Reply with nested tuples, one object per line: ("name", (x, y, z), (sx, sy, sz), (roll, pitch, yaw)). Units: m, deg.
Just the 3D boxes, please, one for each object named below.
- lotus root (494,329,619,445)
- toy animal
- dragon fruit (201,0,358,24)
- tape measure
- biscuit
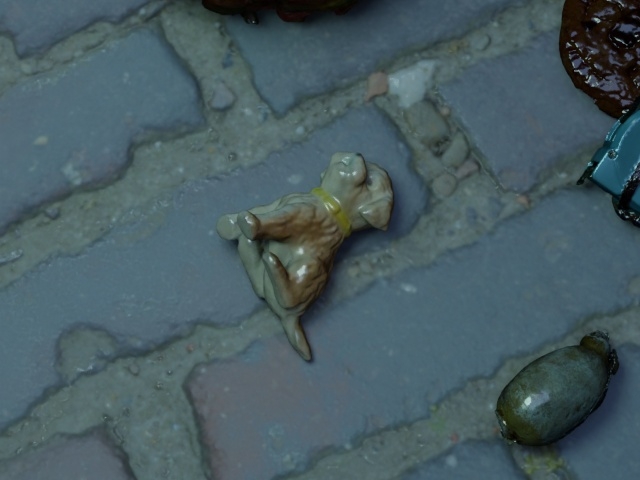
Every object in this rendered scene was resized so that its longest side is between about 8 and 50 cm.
("lotus root", (0.252, 0.157, 1.592), (0.165, 0.088, 0.088), (-33, 79, -19))
("toy animal", (0.011, 0.008, 1.629), (0.185, 0.104, 0.184), (-33, 108, -26))
("dragon fruit", (-0.015, -0.382, 1.640), (0.263, 0.314, 0.296), (1, 93, -33))
("tape measure", (0.368, -0.083, 1.648), (0.125, 0.081, 0.146), (34, 94, -3))
("biscuit", (0.359, -0.226, 1.703), (0.192, 0.049, 0.192), (1, 80, -5))
